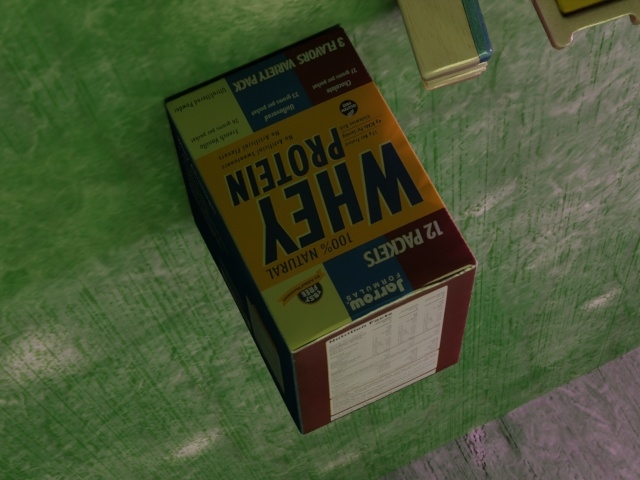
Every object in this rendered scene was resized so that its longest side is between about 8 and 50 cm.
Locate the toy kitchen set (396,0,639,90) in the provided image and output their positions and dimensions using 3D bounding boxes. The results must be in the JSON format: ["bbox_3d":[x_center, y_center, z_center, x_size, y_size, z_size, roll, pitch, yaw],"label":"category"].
[{"bbox_3d":[0.125,-0.179,0.936,0.166,0.122,0.207,-17,-178,6],"label":"toy kitchen set"}]

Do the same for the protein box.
[{"bbox_3d":[0.000,0.000,1.064,0.136,0.199,0.201,-25,159,-9],"label":"protein box"}]
